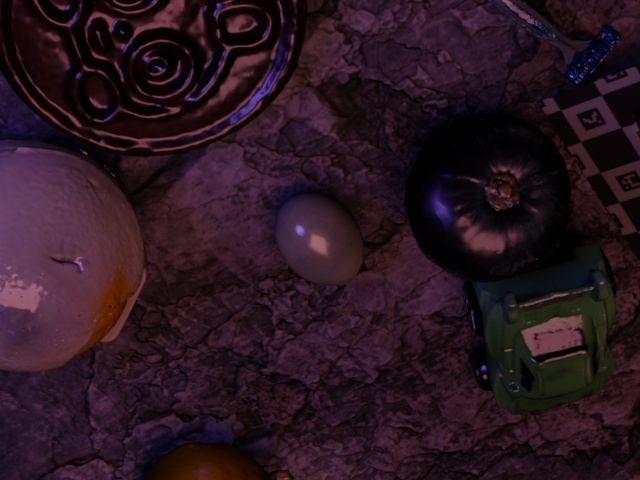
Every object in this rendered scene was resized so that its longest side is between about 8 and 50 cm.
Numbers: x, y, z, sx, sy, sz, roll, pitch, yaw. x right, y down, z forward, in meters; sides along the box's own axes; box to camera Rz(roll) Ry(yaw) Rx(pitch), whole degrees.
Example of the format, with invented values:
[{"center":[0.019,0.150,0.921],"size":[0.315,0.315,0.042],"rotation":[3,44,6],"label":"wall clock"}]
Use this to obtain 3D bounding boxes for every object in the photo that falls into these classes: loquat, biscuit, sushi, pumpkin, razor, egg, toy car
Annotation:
[{"center":[-0.157,0.404,1.978],"size":[0.246,0.213,0.213],"rotation":[-22,121,0],"label":"loquat"},{"center":[-0.215,-0.284,1.626],"size":[0.407,0.091,0.407],"rotation":[-5,120,-8],"label":"biscuit"},{"center":[0.544,-0.139,1.834],"size":[0.343,0.064,0.359],"rotation":[-19,125,32],"label":"sushi"},{"center":[0.227,-0.059,1.767],"size":[0.233,0.163,0.233],"rotation":[0,86,-3],"label":"pumpkin"},{"center":[0.258,-0.309,1.715],"size":[0.324,0.056,0.093],"rotation":[29,113,-23],"label":"razor"},{"center":[0.000,0.000,1.814],"size":[0.114,0.114,0.152],"rotation":[-33,119,9],"label":"egg"},{"center":[0.331,0.137,1.895],"size":[0.213,0.176,0.358],"rotation":[-14,134,-1],"label":"toy car"},{"center":[-0.385,0.046,1.637],"size":[0.337,0.201,0.337],"rotation":[-4,118,-8],"label":"egg"}]

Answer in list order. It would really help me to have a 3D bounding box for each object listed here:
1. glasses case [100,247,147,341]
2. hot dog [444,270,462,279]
[{"center":[-0.413,0.024,1.777],"size":[0.336,0.076,0.144],"rotation":[21,113,-20],"label":"glasses case"},{"center":[0.256,-0.013,1.887],"size":[0.191,0.059,0.108],"rotation":[-31,125,6],"label":"hot dog"}]
